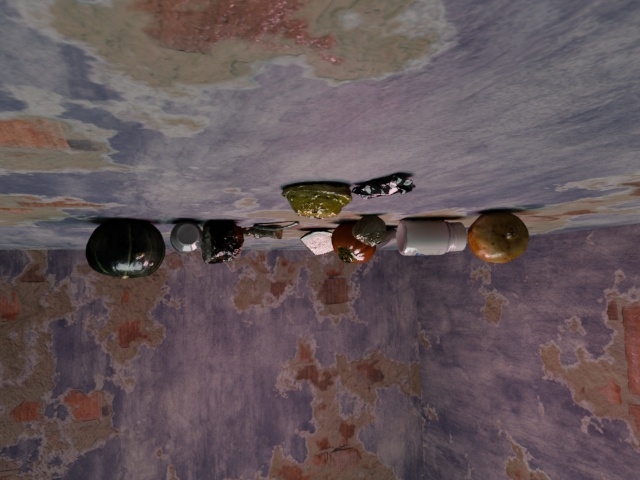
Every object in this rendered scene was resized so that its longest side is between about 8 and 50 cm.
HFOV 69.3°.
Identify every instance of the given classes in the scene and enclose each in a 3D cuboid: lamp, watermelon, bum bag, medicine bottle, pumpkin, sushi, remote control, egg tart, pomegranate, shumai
[{"bbox_3d":[0.156,0.010,2.192,0.223,0.196,0.223,23,151,13],"label":"lamp"},{"bbox_3d":[-0.007,-0.021,2.437,0.231,0.128,0.146,-18,144,11],"label":"watermelon"},{"bbox_3d":[0.175,-0.141,1.277,0.087,0.049,0.198,9,170,-38],"label":"bum bag"},{"bbox_3d":[0.511,-0.017,2.141,0.293,0.170,0.170,-2,175,-6],"label":"medicine bottle"},{"bbox_3d":[-0.826,0.042,1.969,0.323,0.241,0.323,-4,176,0],"label":"pumpkin"},{"bbox_3d":[-0.454,0.019,2.118,0.182,0.196,0.343,7,172,-17],"label":"sushi"},{"bbox_3d":[0.273,0.001,2.421,0.332,0.103,0.221,-14,-175,-31],"label":"remote control"},{"bbox_3d":[-0.009,-0.113,1.356,0.213,0.090,0.212,1,172,0],"label":"egg tart"},{"bbox_3d":[-0.578,-0.015,1.999,0.135,0.135,0.215,0,175,-19],"label":"medicine bottle"},{"bbox_3d":[0.753,-0.015,1.964,0.248,0.248,0.248,-2,175,0],"label":"pomegranate"},{"bbox_3d":[0.214,-0.047,1.987,0.145,0.145,0.116,-2,-174,3],"label":"shumai"}]

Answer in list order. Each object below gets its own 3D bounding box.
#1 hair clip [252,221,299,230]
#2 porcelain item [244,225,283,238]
[{"bbox_3d":[-0.204,-0.064,2.134,0.229,0.036,0.066,-3,-179,19],"label":"hair clip"},{"bbox_3d":[-0.295,-0.040,2.272,0.216,0.069,0.081,2,-178,25],"label":"porcelain item"}]
